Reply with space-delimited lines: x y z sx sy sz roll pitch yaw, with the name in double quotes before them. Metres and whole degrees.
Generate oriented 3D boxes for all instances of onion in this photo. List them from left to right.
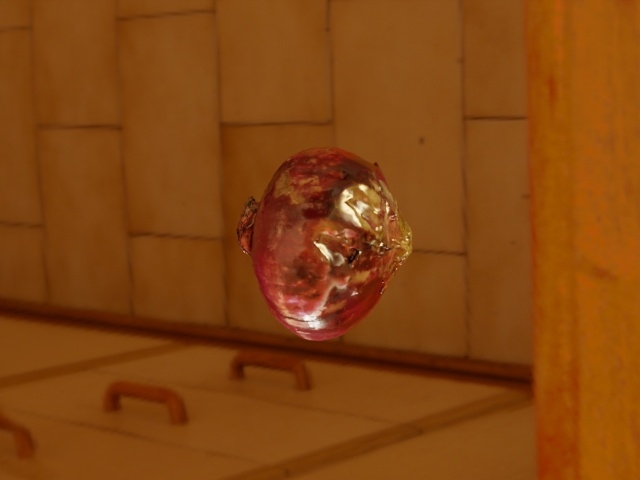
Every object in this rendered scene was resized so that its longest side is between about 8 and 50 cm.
"onion" 0.000 0.000 0.771 0.097 0.107 0.107 13 105 20
